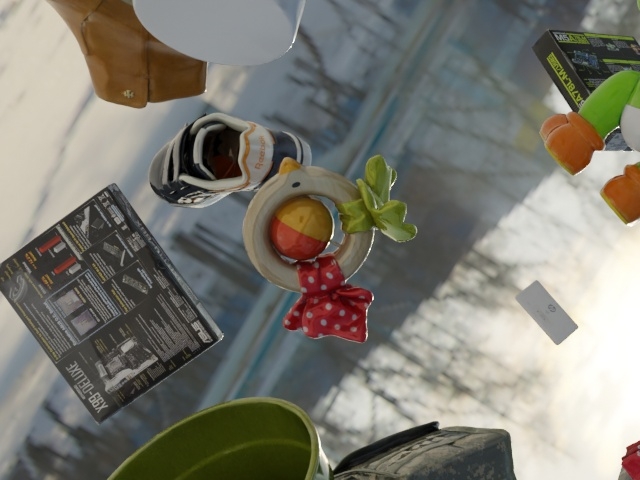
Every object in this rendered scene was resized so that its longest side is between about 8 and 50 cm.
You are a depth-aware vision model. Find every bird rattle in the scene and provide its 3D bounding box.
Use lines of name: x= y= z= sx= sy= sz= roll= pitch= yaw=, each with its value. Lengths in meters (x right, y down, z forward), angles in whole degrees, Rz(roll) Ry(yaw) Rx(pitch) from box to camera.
bird rattle: x=0.000 y=0.000 z=1.939 sx=0.253 sy=0.207 sz=0.143 roll=-58 pitch=-166 yaw=23

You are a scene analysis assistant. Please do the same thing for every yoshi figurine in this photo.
yoshi figurine: x=0.430 y=-0.197 z=1.750 sx=0.362 sy=0.203 sz=0.203 roll=-46 pitch=-135 yaw=15

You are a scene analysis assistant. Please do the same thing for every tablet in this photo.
tablet: x=0.293 y=0.093 z=1.979 sx=0.054 sy=0.083 sz=0.006 roll=-33 pitch=169 yaw=-41

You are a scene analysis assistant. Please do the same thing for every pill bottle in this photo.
pill bottle: x=-0.058 y=-0.299 z=1.278 sx=0.160 sy=0.160 sz=0.283 roll=131 pitch=-25 yaw=-62

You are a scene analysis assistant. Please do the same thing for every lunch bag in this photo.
lunch bag: x=0.152 y=0.403 z=2.539 sx=0.235 sy=0.169 sz=0.287 roll=-15 pitch=-174 yaw=-35

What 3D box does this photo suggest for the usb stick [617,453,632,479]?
usb stick: x=0.375 y=0.373 z=1.924 sx=0.077 sy=0.045 sz=0.278 roll=108 pitch=7 yaw=-55

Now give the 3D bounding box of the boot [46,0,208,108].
boot: x=-0.275 y=-0.254 z=1.834 sx=0.211 sy=0.295 sz=0.104 roll=101 pitch=-6 yaw=-47

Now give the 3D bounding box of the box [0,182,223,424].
box: x=-0.341 y=0.102 z=2.452 sx=0.242 sy=0.307 sz=0.076 roll=-36 pitch=-176 yaw=5

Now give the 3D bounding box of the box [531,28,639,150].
box: x=0.400 y=-0.202 z=2.073 sx=0.191 sy=0.184 sz=0.045 roll=-4 pitch=143 yaw=-42

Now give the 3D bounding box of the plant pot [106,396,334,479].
plant pot: x=-0.085 y=0.461 z=2.053 sx=0.366 sy=0.353 sz=0.366 roll=-24 pitch=-151 yaw=14

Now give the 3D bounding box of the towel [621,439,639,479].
towel: x=0.496 y=0.272 z=1.752 sx=0.275 sy=0.199 sz=0.031 roll=-37 pitch=180 yaw=42

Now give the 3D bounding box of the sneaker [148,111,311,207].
sneaker: x=-0.167 y=-0.120 z=2.224 sx=0.321 sy=0.127 sz=0.126 roll=-6 pitch=-104 yaw=45
